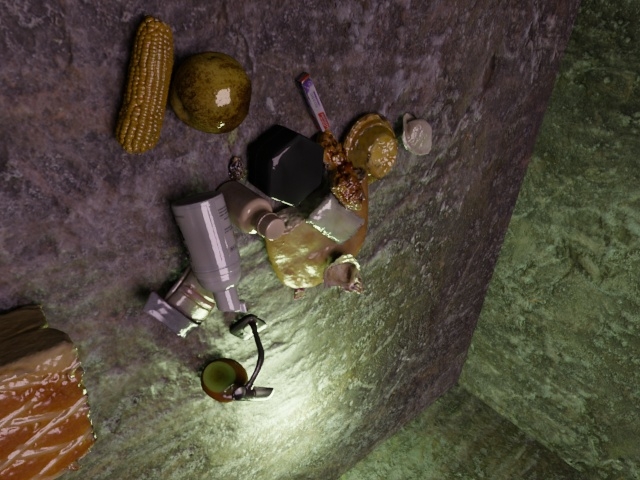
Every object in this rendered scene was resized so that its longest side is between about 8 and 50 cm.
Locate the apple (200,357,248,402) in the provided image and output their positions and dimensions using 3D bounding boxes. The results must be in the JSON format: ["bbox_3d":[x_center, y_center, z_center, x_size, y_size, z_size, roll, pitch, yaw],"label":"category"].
[{"bbox_3d":[-0.341,0.504,1.600,0.146,0.147,0.163,-51,138,-10],"label":"apple"}]

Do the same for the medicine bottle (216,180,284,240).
[{"bbox_3d":[-0.202,-0.081,1.279,0.114,0.252,0.114,-25,131,-32],"label":"medicine bottle"}]

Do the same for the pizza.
[{"bbox_3d":[0.068,-0.239,1.459,0.085,0.306,0.161,-26,172,27],"label":"pizza"}]

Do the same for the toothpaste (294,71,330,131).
[{"bbox_3d":[-0.020,-0.435,1.403,0.047,0.040,0.196,-44,139,-13],"label":"toothpaste"}]

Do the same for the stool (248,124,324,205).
[{"bbox_3d":[-0.108,-0.230,1.366,0.232,0.141,0.232,-26,132,-33],"label":"stool"}]

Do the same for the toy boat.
[{"bbox_3d":[-0.394,0.176,1.373,0.293,0.111,0.276,-44,147,-31],"label":"toy boat"}]

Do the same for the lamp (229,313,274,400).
[{"bbox_3d":[-0.224,0.427,1.593,0.124,0.283,0.203,-22,146,17],"label":"lamp"}]

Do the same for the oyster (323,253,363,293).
[{"bbox_3d":[0.089,0.125,1.691,0.161,0.107,0.233,-36,139,10],"label":"oyster"}]

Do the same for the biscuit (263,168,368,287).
[{"bbox_3d":[0.001,0.001,1.629,0.429,0.104,0.446,-27,137,-24],"label":"biscuit"}]

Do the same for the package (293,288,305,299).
[{"bbox_3d":[-0.081,0.193,1.759,0.059,0.029,0.083,-9,110,-35],"label":"package"}]

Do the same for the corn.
[{"bbox_3d":[-0.397,-0.353,1.024,0.102,0.102,0.313,5,109,-47],"label":"corn"}]

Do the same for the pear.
[{"bbox_3d":[-0.271,-0.358,1.079,0.197,0.197,0.197,-25,131,-33],"label":"pear"}]

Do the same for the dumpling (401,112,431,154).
[{"bbox_3d":[0.373,-0.418,1.774,0.150,0.092,0.176,-42,137,-22],"label":"dumpling"}]

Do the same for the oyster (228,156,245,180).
[{"bbox_3d":[-0.250,-0.214,1.326,0.054,0.019,0.083,-29,133,-29],"label":"oyster"}]

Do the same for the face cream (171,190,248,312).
[{"bbox_3d":[-0.302,0.054,1.268,0.145,0.145,0.370,-24,111,-34],"label":"face cream"}]

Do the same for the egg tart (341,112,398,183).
[{"bbox_3d":[0.194,-0.328,1.637,0.290,0.115,0.290,-25,130,-35],"label":"egg tart"}]

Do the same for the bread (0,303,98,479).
[{"bbox_3d":[-0.757,0.390,0.998,0.390,0.279,0.371,-18,125,-38],"label":"bread"}]

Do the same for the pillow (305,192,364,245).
[{"bbox_3d":[0.053,-0.068,1.509,0.128,0.051,0.229,-49,136,8],"label":"pillow"}]
